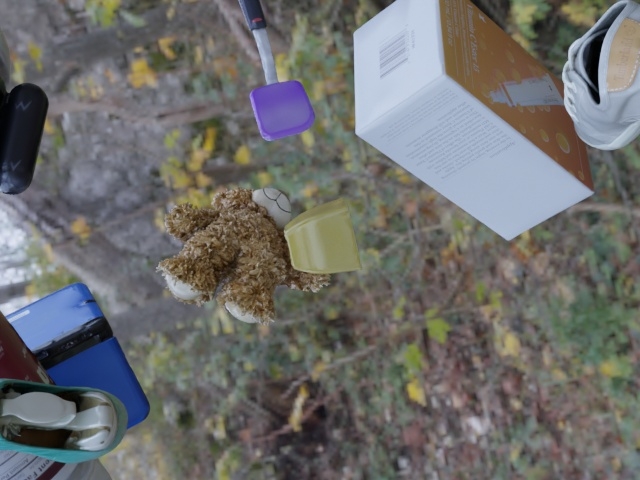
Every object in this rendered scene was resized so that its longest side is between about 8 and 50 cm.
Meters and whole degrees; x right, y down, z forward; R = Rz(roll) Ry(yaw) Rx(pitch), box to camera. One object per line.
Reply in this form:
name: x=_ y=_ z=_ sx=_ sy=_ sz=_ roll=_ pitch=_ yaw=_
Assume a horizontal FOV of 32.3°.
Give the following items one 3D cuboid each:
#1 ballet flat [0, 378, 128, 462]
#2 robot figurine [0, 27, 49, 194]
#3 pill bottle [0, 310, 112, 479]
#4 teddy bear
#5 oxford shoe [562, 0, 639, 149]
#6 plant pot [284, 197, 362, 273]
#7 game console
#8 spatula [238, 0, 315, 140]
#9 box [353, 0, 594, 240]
ballet flat: x=-0.271 y=0.189 z=1.155 sx=0.247 sy=0.087 sz=0.083 roll=17 pitch=-112 yaw=-53
robot figurine: x=-0.373 y=-0.105 z=0.964 sx=0.209 sy=0.173 sz=0.278 roll=35 pitch=-130 yaw=-39
pill bottle: x=-0.488 y=0.274 z=1.635 sx=0.392 sy=0.224 sz=0.224 roll=60 pitch=-170 yaw=-23
teddy bear: x=-0.108 y=0.009 z=1.593 sx=0.338 sy=0.245 sz=0.113 roll=-31 pitch=-39 yaw=-57
oxford shoe: x=0.360 y=-0.205 z=1.365 sx=0.449 sy=0.130 sz=0.169 roll=-45 pitch=-35 yaw=-87
plant pot: x=0.000 y=0.000 z=1.363 sx=0.081 sy=0.083 sz=0.081 roll=-114 pitch=11 yaw=-80
game console: x=-0.482 y=0.245 z=1.901 sx=0.250 sy=0.293 sz=0.173 roll=43 pitch=155 yaw=54
spatula: x=-0.083 y=-0.282 z=1.601 sx=0.030 sy=0.084 sz=0.296 roll=111 pitch=143 yaw=-74
box: x=0.226 y=-0.190 z=1.635 sx=0.345 sy=0.168 sz=0.215 roll=31 pitch=-137 yaw=-34
